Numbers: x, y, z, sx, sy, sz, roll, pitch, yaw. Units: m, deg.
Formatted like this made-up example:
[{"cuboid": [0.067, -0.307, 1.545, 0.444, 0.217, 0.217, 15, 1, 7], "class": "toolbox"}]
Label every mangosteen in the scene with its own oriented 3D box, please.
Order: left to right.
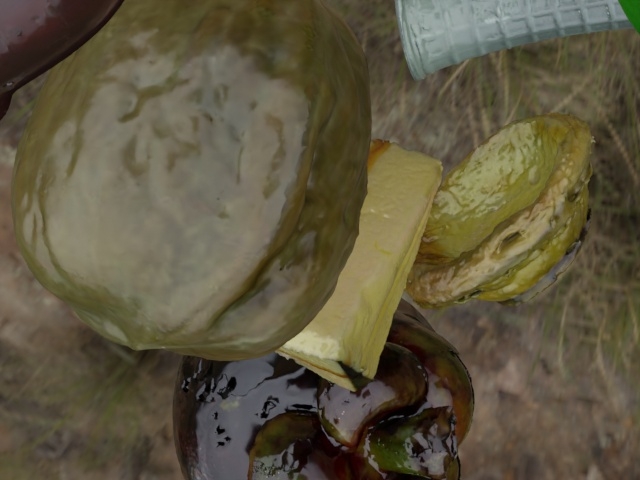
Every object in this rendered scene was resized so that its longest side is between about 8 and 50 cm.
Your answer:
[{"cuboid": [0.004, 0.242, 2.071, 0.381, 0.421, 0.381, -12, 124, -18], "class": "mangosteen"}]

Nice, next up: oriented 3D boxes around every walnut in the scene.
[{"cuboid": [-0.077, -0.058, 1.069, 0.227, 0.283, 0.283, 27, 122, -36], "class": "walnut"}]

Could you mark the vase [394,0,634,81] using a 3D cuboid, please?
[{"cuboid": [0.240, -0.271, 1.808, 0.298, 0.143, 0.143, -9, 111, 13], "class": "vase"}]

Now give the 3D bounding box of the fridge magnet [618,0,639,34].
[{"cuboid": [0.299, -0.212, 1.195, 0.208, 0.088, 0.208, 30, 135, 34], "class": "fridge magnet"}]

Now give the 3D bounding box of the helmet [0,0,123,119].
[{"cuboid": [-0.127, -0.137, 0.678, 0.106, 0.175, 0.155, -15, 137, 14], "class": "helmet"}]

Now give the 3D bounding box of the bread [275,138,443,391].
[{"cuboid": [0.002, -0.003, 1.624, 0.167, 0.163, 0.264, 16, 81, 16], "class": "bread"}]

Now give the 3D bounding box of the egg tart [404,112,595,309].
[{"cuboid": [0.220, -0.018, 1.899, 0.294, 0.294, 0.123, -38, 111, 25], "class": "egg tart"}]
